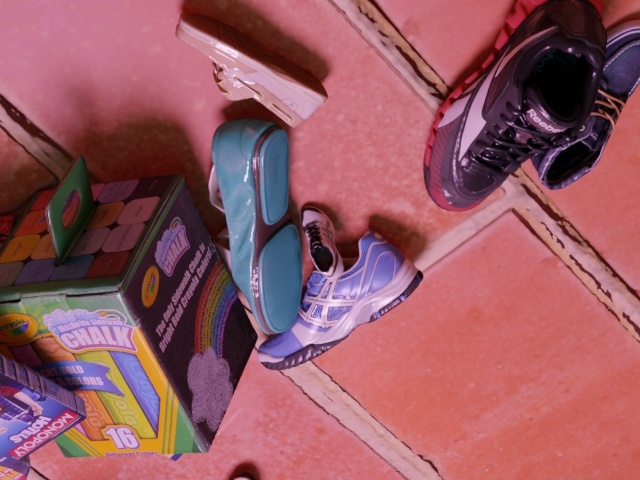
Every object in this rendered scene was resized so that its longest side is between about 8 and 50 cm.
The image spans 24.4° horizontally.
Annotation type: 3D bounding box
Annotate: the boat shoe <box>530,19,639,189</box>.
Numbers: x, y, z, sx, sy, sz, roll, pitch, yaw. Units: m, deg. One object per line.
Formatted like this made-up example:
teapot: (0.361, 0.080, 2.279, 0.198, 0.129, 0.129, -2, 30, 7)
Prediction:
boat shoe: (0.279, -0.131, 1.482, 0.065, 0.083, 0.183, 28, 117, -23)

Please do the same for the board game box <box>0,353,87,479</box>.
board game box: (-0.330, 0.176, 1.437, 0.194, 0.060, 0.194, -32, 137, 21)

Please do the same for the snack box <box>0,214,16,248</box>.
snack box: (-0.411, 0.068, 1.556, 0.207, 0.070, 0.175, -5, 125, 0)

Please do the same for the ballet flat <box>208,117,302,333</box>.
ballet flat: (-0.071, -0.020, 1.532, 0.087, 0.083, 0.247, 19, 128, 31)

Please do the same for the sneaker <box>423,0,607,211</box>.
sneaker: (0.189, -0.123, 1.449, 0.097, 0.135, 0.276, 21, 121, -22)

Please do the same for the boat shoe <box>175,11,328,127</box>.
boat shoe: (-0.074, -0.160, 1.437, 0.170, 0.063, 0.059, 28, 112, -24)

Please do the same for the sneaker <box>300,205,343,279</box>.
sneaker: (0.000, 0.000, 1.548, 0.032, 0.083, 0.037, -28, 166, 13)

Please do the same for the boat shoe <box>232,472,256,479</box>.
boat shoe: (-0.093, 0.328, 1.790, 0.048, 0.042, 0.133, 10, 126, 11)

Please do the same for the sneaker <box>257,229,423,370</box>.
sneaker: (0.010, 0.067, 1.608, 0.211, 0.080, 0.081, -36, 96, 20)

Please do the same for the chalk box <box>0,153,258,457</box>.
chalk box: (-0.212, 0.054, 1.474, 0.179, 0.180, 0.289, -6, 127, 24)

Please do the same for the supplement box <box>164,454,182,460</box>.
supplement box: (-0.177, 0.185, 1.653, 0.083, 0.083, 0.056, 33, 115, -25)
